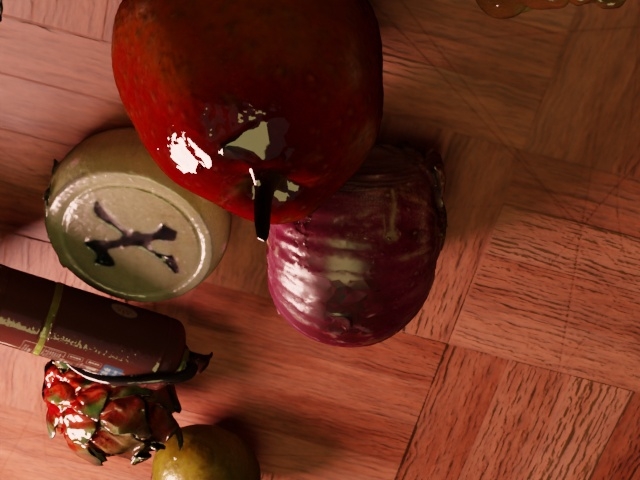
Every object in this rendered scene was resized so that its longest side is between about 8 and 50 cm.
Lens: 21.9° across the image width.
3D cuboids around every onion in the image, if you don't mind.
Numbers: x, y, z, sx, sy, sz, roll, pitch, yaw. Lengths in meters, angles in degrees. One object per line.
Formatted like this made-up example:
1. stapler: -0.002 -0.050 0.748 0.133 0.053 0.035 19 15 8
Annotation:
1. onion: 0.029 0.009 1.906 0.272 0.230 0.256 -17 127 14

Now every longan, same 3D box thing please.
1. longan: -0.162 0.320 2.279 0.145 0.176 0.154 -21 125 -27

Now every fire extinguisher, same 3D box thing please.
1. fire extinguisher: -0.286 0.111 2.049 0.341 0.141 0.105 19 106 -18

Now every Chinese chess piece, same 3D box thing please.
1. Chinese chess piece: -0.225 -0.028 2.008 0.238 0.092 0.237 6 132 7

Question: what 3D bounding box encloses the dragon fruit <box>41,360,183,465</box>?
1. dragon fruit: -0.277 0.207 2.174 0.182 0.182 0.188 -17 86 24

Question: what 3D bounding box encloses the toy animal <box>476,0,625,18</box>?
1. toy animal: 0.172 -0.317 1.691 0.157 0.097 0.312 -11 131 35

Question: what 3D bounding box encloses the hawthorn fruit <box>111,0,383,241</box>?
1. hawthorn fruit: -0.071 -0.143 1.709 0.285 0.369 0.284 -5 145 -3

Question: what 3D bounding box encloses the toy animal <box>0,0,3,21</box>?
1. toy animal: -0.418 -0.296 1.791 0.179 0.116 0.218 27 132 -13
